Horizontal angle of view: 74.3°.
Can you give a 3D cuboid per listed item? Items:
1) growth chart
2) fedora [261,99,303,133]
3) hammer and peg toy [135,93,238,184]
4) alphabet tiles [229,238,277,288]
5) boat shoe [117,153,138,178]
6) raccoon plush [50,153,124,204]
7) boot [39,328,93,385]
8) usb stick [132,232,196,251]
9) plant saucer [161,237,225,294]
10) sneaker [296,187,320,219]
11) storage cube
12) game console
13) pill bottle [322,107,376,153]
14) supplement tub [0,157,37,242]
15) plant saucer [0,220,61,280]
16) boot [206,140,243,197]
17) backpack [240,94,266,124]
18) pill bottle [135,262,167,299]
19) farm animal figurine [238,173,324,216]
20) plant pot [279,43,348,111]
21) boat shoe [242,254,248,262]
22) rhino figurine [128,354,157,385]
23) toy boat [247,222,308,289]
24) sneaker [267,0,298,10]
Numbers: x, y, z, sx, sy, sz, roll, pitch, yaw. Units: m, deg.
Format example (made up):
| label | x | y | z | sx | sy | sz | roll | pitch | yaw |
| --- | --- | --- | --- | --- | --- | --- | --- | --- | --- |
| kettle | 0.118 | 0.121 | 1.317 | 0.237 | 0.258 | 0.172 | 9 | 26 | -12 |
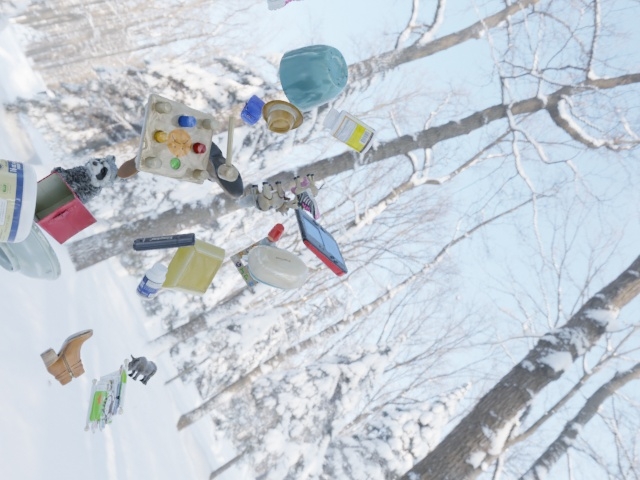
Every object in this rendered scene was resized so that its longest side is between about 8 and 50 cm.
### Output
| label | x | y | z | sx | sy | sz | roll | pitch | yaw |
| --- | --- | --- | --- | --- | --- | --- | --- | --- | --- |
| growth chart | -0.620 | 0.459 | 1.226 | 0.237 | 0.021 | 0.172 | -30 | -125 | 32 |
| fedora | -0.171 | -0.518 | 1.824 | 0.194 | 0.079 | 0.194 | 12 | -26 | 6 |
| hammer and peg toy | -0.455 | -0.339 | 1.490 | 0.127 | 0.361 | 0.266 | 14 | -86 | 39 |
| alphabet tiles | -0.316 | 0.107 | 2.187 | 0.198 | 0.237 | 0.009 | 55 | -18 | 14 |
| boat shoe | -0.849 | -0.358 | 1.974 | 0.073 | 0.207 | 0.073 | 50 | -8 | -2 |
| raccoon plush | -1.197 | -0.301 | 2.196 | 0.446 | 0.299 | 0.216 | -10 | -74 | 59 |
| boot | -0.942 | 0.446 | 1.624 | 0.073 | 0.197 | 0.153 | 6 | -57 | 58 |
| usb stick | -0.713 | 0.007 | 1.940 | 0.045 | 0.277 | 0.077 | 91 | -9 | -48 |
| plant saucer | -0.710 | 0.169 | 2.429 | 0.081 | 0.333 | 0.332 | 29 | 0 | 33 |
| sneaker | -0.052 | -0.137 | 1.675 | 0.063 | 0.074 | 0.170 | 74 | -5 | -49 |
| storage cube | -1.114 | -0.137 | 1.797 | 0.215 | 0.183 | 0.193 | 43 | -21 | 20 |
| game console | 0.000 | 0.000 | 2.255 | 0.342 | 0.060 | 0.387 | 46 | 13 | -31 |
| pill bottle | 0.118 | -0.459 | 1.754 | 0.214 | 0.117 | 0.117 | 29 | -18 | -12 |
| supplement tub | -0.928 | -0.116 | 1.076 | 0.228 | 0.316 | 0.229 | -8 | -101 | 46 |
| plant saucer | -1.049 | -0.004 | 1.411 | 0.400 | 0.100 | 0.401 | 20 | -46 | 23 |
| boot | -0.422 | -0.275 | 1.746 | 0.305 | 0.112 | 0.115 | 54 | -51 | 17 |
| backpack | -0.325 | -0.612 | 2.003 | 0.098 | 0.101 | 0.120 | 41 | -53 | -11 |
| pill bottle | -0.560 | 0.134 | 1.410 | 0.120 | 0.067 | 0.067 | -54 | -126 | 17 |
| farm animal figurine | -0.190 | -0.202 | 2.049 | 0.330 | 0.326 | 0.172 | -9 | -87 | 51 |
| plant pot | -0.013 | -0.785 | 1.997 | 0.235 | 0.293 | 0.293 | -3 | -66 | 38 |
| boat shoe | -0.267 | 0.120 | 1.985 | 0.078 | 0.219 | 0.070 | -26 | 131 | -87 |
| rhino figurine | -0.832 | 0.586 | 1.942 | 0.073 | 0.106 | 0.243 | 24 | -24 | 20 |
| toy boat | -0.185 | 0.077 | 1.732 | 0.148 | 0.267 | 0.318 | -51 | -146 | 32 |
| sneaker | -0.109 | -1.002 | 1.657 | 0.103 | 0.252 | 0.111 | -92 | 163 | -47 |
